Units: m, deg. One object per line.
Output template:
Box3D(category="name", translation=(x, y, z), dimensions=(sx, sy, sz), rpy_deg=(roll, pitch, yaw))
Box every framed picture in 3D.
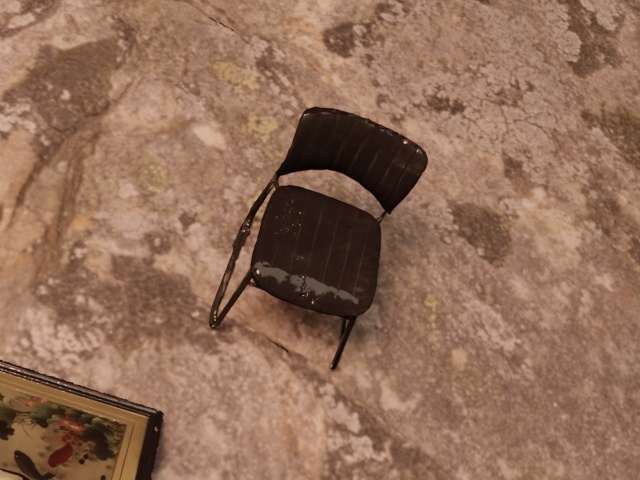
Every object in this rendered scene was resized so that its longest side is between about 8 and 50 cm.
Box3D(category="framed picture", translation=(-0.233, 0.162, 0.839), dimensions=(0.200, 0.010, 0.195), rpy_deg=(20, 18, -9))

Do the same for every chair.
Box3D(category="chair", translation=(0.000, 0.000, 0.960), dimensions=(0.140, 0.221, 0.145), rpy_deg=(20, 54, -9))

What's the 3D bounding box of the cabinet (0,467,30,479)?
Box3D(category="cabinet", translation=(-0.379, 0.288, 0.642), dimensions=(0.290, 0.227, 0.317), rpy_deg=(19, 58, -10))
